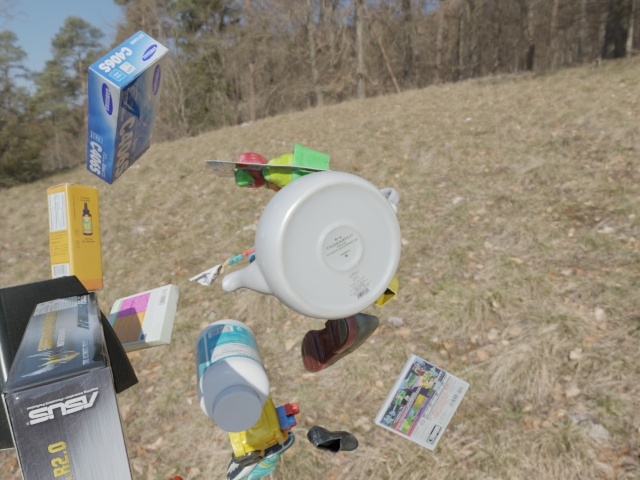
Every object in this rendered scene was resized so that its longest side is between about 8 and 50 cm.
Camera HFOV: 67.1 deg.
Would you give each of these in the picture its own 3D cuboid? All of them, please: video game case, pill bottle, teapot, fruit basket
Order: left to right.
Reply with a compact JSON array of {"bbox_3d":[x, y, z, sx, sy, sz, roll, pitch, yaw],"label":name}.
[{"bbox_3d":[-0.191,0.287,1.032,0.146,0.146,0.264,-2,18,-15],"label":"pill bottle"},{"bbox_3d":[-0.153,-0.193,1.472,0.353,0.165,0.327,-3,0,-6],"label":"fruit basket"},{"bbox_3d":[0.000,0.000,0.809,0.256,0.252,0.187,16,0,-24],"label":"teapot"},{"bbox_3d":[0.263,0.419,1.249,0.183,0.201,0.023,29,1,-13],"label":"video game case"}]

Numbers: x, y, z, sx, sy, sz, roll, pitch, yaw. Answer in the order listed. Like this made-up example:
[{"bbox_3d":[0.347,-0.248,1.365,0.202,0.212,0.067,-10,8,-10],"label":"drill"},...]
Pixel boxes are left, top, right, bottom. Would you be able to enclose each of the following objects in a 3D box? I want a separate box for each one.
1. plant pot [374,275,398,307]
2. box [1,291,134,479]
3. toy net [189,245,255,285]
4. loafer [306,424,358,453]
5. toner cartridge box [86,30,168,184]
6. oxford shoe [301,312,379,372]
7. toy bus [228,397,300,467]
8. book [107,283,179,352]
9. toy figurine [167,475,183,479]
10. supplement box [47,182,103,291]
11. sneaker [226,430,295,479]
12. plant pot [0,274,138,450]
[{"bbox_3d":[0.173,0.122,1.370,0.081,0.081,0.083,38,41,-6],"label":"plant pot"},{"bbox_3d":[-0.183,0.152,0.377,0.056,0.183,0.231,-11,11,-25],"label":"box"},{"bbox_3d":[-0.228,0.067,1.275,0.232,0.045,0.122,-28,6,-24],"label":"toy net"},{"bbox_3d":[0.049,0.696,1.655,0.223,0.076,0.078,28,14,-34],"label":"loafer"},{"bbox_3d":[-0.448,-0.288,1.102,0.075,0.165,0.348,33,-36,-6],"label":"toner cartridge box"},{"bbox_3d":[0.049,0.301,1.397,0.130,0.123,0.348,-1,-24,-29],"label":"oxford shoe"},{"bbox_3d":[-0.157,0.533,1.380,0.211,0.149,0.220,-17,-31,-10],"label":"toy bus"},{"bbox_3d":[-0.301,0.132,0.804,0.144,0.096,0.035,-15,-33,30],"label":"book"},{"bbox_3d":[-0.390,0.823,1.403,0.213,0.209,0.148,18,18,-5],"label":"toy figurine"},{"bbox_3d":[-0.535,-0.003,1.054,0.080,0.233,0.078,-4,-3,29],"label":"supplement box"},{"bbox_3d":[-0.181,0.693,1.556,0.110,0.275,0.107,39,19,-29],"label":"sneaker"},{"bbox_3d":[-0.375,0.141,0.598,0.187,0.167,0.188,-13,0,17],"label":"plant pot"}]
